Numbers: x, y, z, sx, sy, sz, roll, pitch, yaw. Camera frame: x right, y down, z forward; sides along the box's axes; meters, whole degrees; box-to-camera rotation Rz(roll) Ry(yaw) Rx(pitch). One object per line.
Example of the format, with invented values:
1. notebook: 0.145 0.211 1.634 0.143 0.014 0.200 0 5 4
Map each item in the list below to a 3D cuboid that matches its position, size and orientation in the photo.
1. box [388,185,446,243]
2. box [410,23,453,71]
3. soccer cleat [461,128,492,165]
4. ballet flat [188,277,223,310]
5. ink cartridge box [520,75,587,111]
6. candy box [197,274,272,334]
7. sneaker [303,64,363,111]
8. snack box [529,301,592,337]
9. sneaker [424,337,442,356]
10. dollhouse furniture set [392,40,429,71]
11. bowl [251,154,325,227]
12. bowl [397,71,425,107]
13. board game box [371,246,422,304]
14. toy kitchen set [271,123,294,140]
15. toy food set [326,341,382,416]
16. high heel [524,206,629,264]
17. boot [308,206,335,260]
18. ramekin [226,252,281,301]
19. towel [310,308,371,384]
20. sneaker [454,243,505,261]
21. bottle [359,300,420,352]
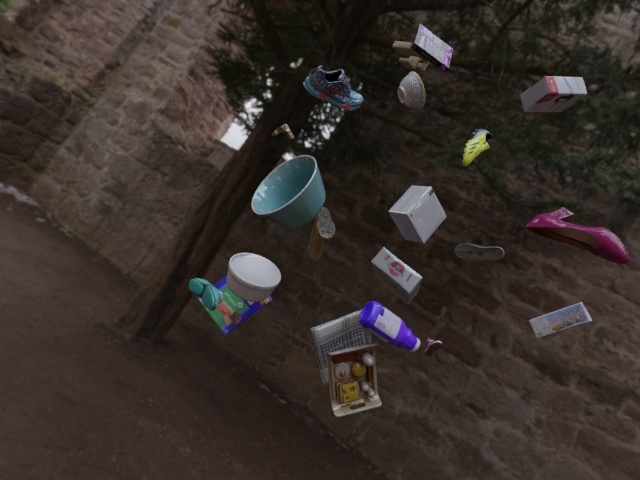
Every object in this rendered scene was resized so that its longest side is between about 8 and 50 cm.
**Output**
1. box: 0.425 -0.116 1.899 0.119 0.181 0.182 16 -32 56
2. box: 0.410 -0.706 1.591 0.162 0.116 0.029 29 -29 -18
3. soccer cleat: 0.884 -0.525 2.447 0.121 0.289 0.093 24 -29 21
4. ballet flat: -0.430 0.206 1.696 0.087 0.083 0.247 13 7 -40
5. ink cartridge box: 0.847 -0.530 1.579 0.175 0.072 0.127 -5 -14 -17
6. candy box: -0.480 0.331 2.458 0.268 0.317 0.122 52 1 2
7. sneaker: 0.071 -0.577 1.642 0.261 0.125 0.104 7 50 -34
8. snack box: 0.790 0.265 1.436 0.022 0.064 0.178 4 -29 -44
9. sneaker: 0.459 0.417 1.762 0.042 0.067 0.118 25 -41 0
10. dollhouse furniture set: 0.375 -0.757 1.683 0.144 0.123 0.151 32 4 42
11. bowl: -0.101 -0.169 1.711 0.163 0.311 0.311 48 -14 -33
12. bowl: 0.407 -0.681 2.003 0.170 0.080 0.170 158 -90 -83
13. board game box: 0.358 0.174 2.047 0.224 0.097 0.303 40 -6 19
14. toy kitchen set: -0.169 -0.500 2.037 0.068 0.083 0.075 -9 -63 56
15. toy food set: 0.151 0.590 1.842 0.219 0.306 0.092 -9 15 -15
16. high heel: 0.980 0.006 1.679 0.377 0.181 0.127 -119 -176 -59
17. boot: 0.000 0.000 2.171 0.089 0.270 0.236 7 41 -9
18. ramekin: -0.340 0.188 2.153 0.272 0.127 0.273 21 26 -11
19. towel: 0.120 0.526 2.157 0.056 0.324 0.312 14 -63 61
20. sneaker: 0.758 0.063 2.061 0.222 0.083 0.118 6 -1 29
21. bottle: 0.293 0.367 1.803 0.282 0.118 0.092 36 -32 -18
